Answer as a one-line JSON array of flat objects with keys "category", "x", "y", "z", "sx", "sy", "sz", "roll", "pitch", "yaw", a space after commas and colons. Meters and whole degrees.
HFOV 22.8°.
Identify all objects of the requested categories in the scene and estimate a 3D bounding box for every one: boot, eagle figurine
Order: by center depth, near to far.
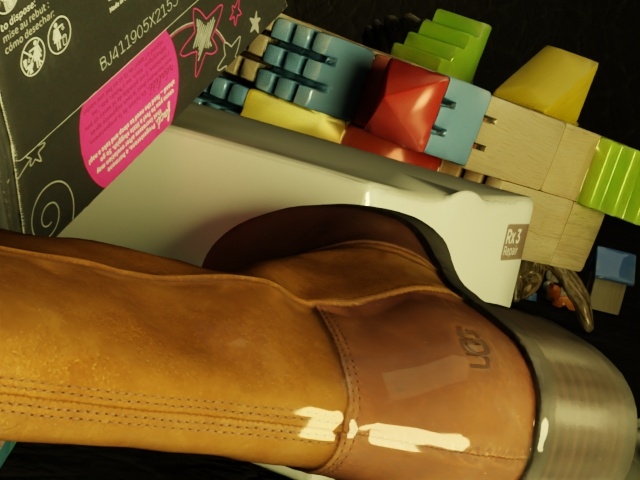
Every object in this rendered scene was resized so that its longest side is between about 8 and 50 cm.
[{"category": "boot", "x": -0.070, "y": 0.029, "z": 0.573, "sx": 0.280, "sy": 0.096, "sz": 0.264, "roll": 10, "pitch": 16, "yaw": -32}, {"category": "eagle figurine", "x": 0.127, "y": -0.053, "z": 1.417, "sx": 0.226, "sy": 0.225, "sz": 0.298, "roll": 33, "pitch": 10, "yaw": 37}]

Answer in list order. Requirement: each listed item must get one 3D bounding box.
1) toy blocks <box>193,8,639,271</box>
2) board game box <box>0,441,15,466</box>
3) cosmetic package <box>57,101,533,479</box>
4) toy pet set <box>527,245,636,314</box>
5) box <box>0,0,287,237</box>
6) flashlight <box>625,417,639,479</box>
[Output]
[{"category": "toy blocks", "x": 0.020, "y": -0.087, "z": 1.096, "sx": 0.381, "sy": 0.191, "sz": 0.261, "roll": 25, "pitch": 8, "yaw": 37}, {"category": "board game box", "x": -0.243, "y": 0.036, "z": 0.608, "sx": 0.253, "sy": 0.079, "sz": 0.336, "roll": 13, "pitch": 7, "yaw": -4}, {"category": "cosmetic package", "x": -0.100, "y": -0.003, "z": 0.898, "sx": 0.385, "sy": 0.156, "sz": 0.217, "roll": 19, "pitch": 9, "yaw": 29}, {"category": "toy pet set", "x": 0.268, "y": 0.034, "z": 1.660, "sx": 0.114, "sy": 0.065, "sz": 0.122, "roll": 13, "pitch": 7, "yaw": 0}, {"category": "box", "x": -0.138, "y": -0.135, "z": 0.745, "sx": 0.142, "sy": 0.163, "sz": 0.247, "roll": 15, "pitch": 42, "yaw": 22}, {"category": "flashlight", "x": 0.215, "y": 0.116, "z": 0.751, "sx": 0.103, "sy": 0.103, "sz": 0.304, "roll": 21, "pitch": 9, "yaw": 40}]
